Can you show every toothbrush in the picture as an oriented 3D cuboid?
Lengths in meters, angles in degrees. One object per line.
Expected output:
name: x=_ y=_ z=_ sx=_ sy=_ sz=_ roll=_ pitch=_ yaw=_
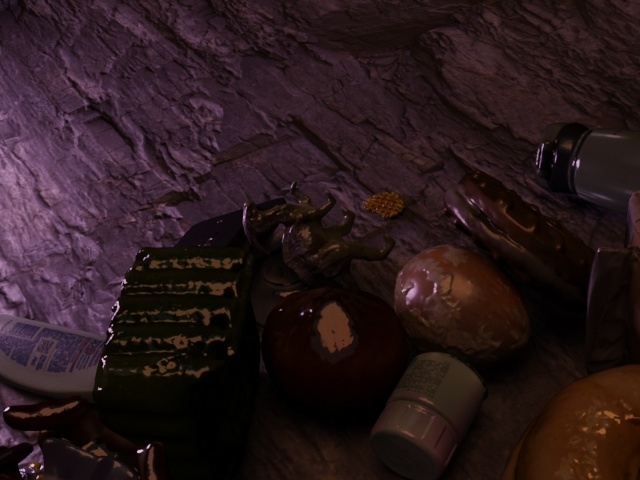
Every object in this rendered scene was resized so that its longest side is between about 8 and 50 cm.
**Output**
toothbrush: x=-0.167 y=0.050 z=1.778 sx=0.375 sy=0.028 sz=0.037 roll=-29 pitch=34 yaw=11

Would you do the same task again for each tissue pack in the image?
tissue pack: x=0.517 y=0.093 z=1.443 sx=0.238 sy=0.306 sz=0.239 roll=-6 pitch=42 yaw=6

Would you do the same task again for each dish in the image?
dish: x=-0.060 y=0.084 z=1.762 sx=0.224 sy=0.078 sz=0.246 roll=1 pitch=44 yaw=13

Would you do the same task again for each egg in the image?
egg: x=0.236 y=0.111 z=1.570 sx=0.245 sy=0.203 sz=0.203 roll=32 pitch=57 yaw=30

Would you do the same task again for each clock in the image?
clock: x=-0.216 y=0.023 z=1.792 sx=0.278 sy=0.049 sz=0.273 roll=-15 pitch=28 yaw=37

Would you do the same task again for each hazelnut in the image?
hazelnut: x=0.015 y=0.178 z=1.548 sx=0.251 sy=0.217 sz=0.217 roll=5 pitch=43 yaw=36

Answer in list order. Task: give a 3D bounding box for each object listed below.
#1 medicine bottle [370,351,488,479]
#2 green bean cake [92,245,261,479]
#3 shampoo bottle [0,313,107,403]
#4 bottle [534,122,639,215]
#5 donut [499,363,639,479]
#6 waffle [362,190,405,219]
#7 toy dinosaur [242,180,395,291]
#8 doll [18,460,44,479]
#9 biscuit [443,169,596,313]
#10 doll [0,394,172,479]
medicine bottle: x=0.167 y=0.273 z=1.460 sx=0.135 sy=0.135 sz=0.168 roll=14 pitch=48 yaw=27
green bean cake: x=-0.198 y=0.201 z=1.495 sx=0.218 sy=0.319 sz=0.335 roll=2 pitch=48 yaw=11
shampoo bottle: x=-0.462 y=0.224 z=1.706 sx=0.359 sy=0.078 sz=0.134 roll=9 pitch=50 yaw=22
bottle: x=0.568 y=-0.136 z=1.794 sx=0.347 sy=0.168 sz=0.168 roll=19 pitch=50 yaw=37
donut: x=0.461 y=0.355 z=1.252 sx=0.448 sy=0.198 sz=0.449 roll=-7 pitch=41 yaw=6
waffle: x=0.134 y=-0.071 z=1.932 sx=0.078 sy=0.016 sz=0.085 roll=-28 pitch=45 yaw=-17
toy dinosaur: x=-0.002 y=-0.001 z=1.704 sx=0.294 sy=0.077 sz=0.162 roll=36 pitch=87 yaw=-2
doll: x=-0.442 y=0.391 z=1.531 sx=0.194 sy=0.062 sz=0.104 roll=-19 pitch=59 yaw=-22
biscuit: x=0.353 y=-0.001 z=1.601 sx=0.103 sy=0.332 sz=0.332 roll=-55 pitch=44 yaw=14
doll: x=-0.342 y=0.329 z=1.050 sx=0.318 sy=0.209 sz=0.340 roll=15 pitch=56 yaw=46
